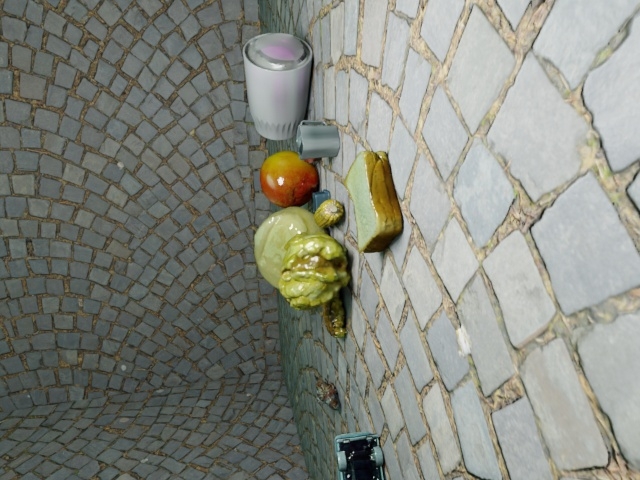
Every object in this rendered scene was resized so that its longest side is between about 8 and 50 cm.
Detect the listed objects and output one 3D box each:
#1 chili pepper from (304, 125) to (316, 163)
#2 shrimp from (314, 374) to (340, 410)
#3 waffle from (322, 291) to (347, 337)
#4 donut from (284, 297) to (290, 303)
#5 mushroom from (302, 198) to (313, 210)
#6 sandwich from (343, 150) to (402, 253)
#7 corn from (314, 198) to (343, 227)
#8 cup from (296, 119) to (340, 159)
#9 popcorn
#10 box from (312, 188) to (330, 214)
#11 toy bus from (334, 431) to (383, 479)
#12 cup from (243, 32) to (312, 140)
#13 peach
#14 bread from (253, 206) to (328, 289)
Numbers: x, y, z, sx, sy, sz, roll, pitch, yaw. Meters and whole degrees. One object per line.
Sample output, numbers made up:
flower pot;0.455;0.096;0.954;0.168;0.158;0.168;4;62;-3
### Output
chili pepper;-0.028;-0.360;1.599;0.086;0.084;0.192;61;164;23
shrimp;0.015;0.610;1.800;0.079;0.090;0.233;54;172;-28
waffle;0.044;0.234;1.614;0.238;0.059;0.243;119;146;-75
donut;-0.093;0.147;1.973;0.317;0.150;0.298;136;130;-75
mushroom;-0.065;-0.223;1.875;0.084;0.071;0.208;-22;74;46
sandwich;0.121;-0.089;1.050;0.186;0.065;0.214;120;143;-70
corn;0.025;-0.088;1.475;0.238;0.080;0.080;159;106;-81
cup;-0.015;-0.330;1.426;0.095;0.130;0.128;113;149;-65
popcorn;-0.018;0.101;1.416;0.242;0.235;0.249;-31;-52;-78
box;0.003;-0.134;1.613;0.074;0.054;0.099;-126;32;-71
toy bus;0.114;0.704;1.286;0.164;0.133;0.271;109;156;-74
cup;-0.169;-0.598;1.747;0.371;0.254;0.253;98;162;-53
peach;-0.122;-0.238;1.745;0.231;0.231;0.230;175;90;-78
bread;-0.101;0.029;1.688;0.321;0.237;0.320;15;119;30
